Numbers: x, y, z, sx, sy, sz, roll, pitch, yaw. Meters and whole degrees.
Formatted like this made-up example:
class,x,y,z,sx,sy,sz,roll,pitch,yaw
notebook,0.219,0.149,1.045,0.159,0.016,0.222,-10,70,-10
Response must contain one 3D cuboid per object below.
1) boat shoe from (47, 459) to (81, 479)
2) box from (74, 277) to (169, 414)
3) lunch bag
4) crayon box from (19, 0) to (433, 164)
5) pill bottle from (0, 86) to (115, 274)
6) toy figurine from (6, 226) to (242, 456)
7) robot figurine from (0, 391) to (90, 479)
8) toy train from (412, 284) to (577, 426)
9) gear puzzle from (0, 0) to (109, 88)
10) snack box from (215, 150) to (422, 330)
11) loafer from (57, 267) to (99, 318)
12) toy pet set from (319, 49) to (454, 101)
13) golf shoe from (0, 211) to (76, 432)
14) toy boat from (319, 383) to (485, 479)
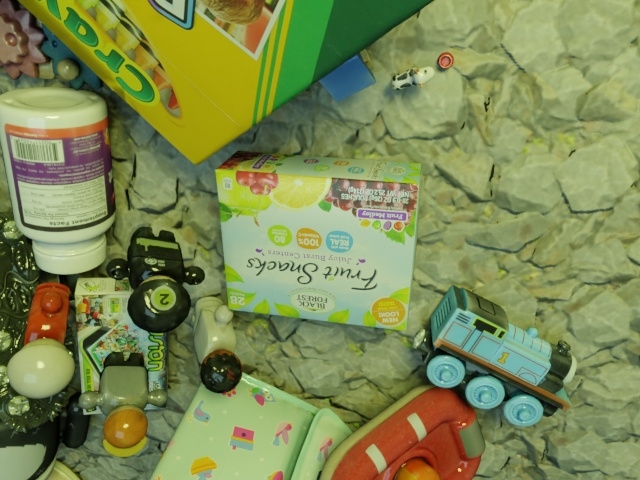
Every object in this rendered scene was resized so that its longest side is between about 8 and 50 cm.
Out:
class,x,y,z,sx,sy,sz,roll,pitch,yaw
boat shoe,-0.520,0.411,0.908,0.302,0.098,0.109,43,118,-10
box,-0.260,0.142,0.716,0.114,0.036,0.207,0,121,-17
lunch bag,-0.072,0.313,0.678,0.262,0.223,0.160,26,127,-1
crayon box,-0.128,-0.251,0.367,0.363,0.106,0.313,45,145,-21
pill bottle,-0.288,-0.063,0.601,0.108,0.108,0.193,12,119,7
toy figurine,-0.204,0.117,0.601,0.213,0.148,0.209,-29,127,-2
robot figurine,-0.471,0.267,0.778,0.209,0.173,0.278,22,120,8
toy train,0.199,0.132,0.605,0.184,0.080,0.105,27,114,-1
gear puzzle,-0.276,-0.315,0.503,0.175,0.044,0.339,11,119,8
snack box,0.000,0.000,0.586,0.207,0.070,0.174,7,118,11
loafer,-0.318,0.074,0.712,0.056,0.050,0.148,-3,116,15
toy pet set,0.048,-0.185,0.481,0.114,0.065,0.122,-20,110,22
golf shoe,-0.391,0.102,0.688,0.120,0.105,0.273,-18,85,50
toy boat,0.114,0.284,0.612,0.231,0.151,0.151,-31,113,-20
